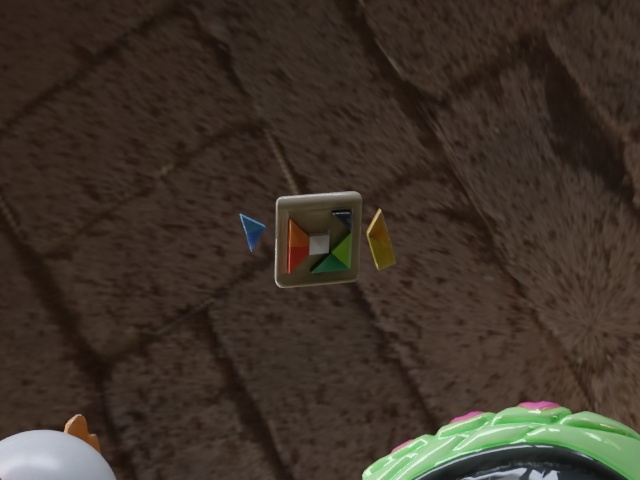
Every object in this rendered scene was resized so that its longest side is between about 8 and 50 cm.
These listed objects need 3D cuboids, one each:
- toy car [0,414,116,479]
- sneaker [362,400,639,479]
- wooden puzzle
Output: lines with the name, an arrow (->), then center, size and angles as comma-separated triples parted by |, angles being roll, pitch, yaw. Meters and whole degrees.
toy car -> -0.205, 0.220, 1.026 | 0.219, 0.238, 0.210 | 6, 112, 27
sneaker -> -0.015, 0.268, 0.777 | 0.483, 0.202, 0.185 | -38, 123, 19
wooden puzzle -> 0.000, 0.000, 1.149 | 0.116, 0.014, 0.079 | -11, 113, -10
